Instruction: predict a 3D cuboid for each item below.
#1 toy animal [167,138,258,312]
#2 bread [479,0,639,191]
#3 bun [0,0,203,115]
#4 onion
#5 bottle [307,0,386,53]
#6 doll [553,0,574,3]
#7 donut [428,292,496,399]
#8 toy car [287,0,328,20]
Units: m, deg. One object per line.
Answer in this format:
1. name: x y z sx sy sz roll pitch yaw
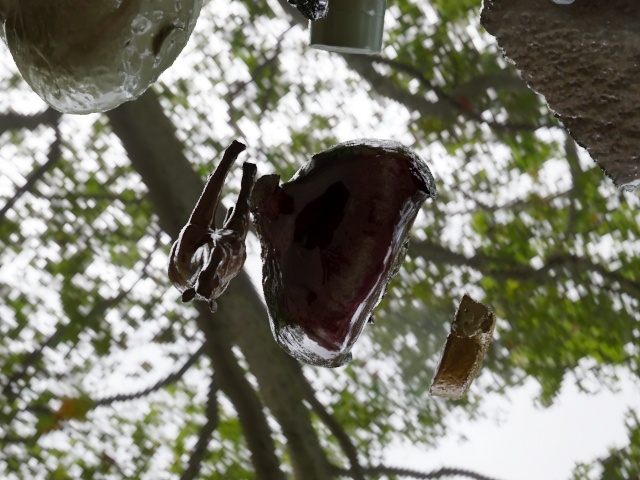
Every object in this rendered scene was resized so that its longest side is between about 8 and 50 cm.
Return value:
1. toy animal: -0.096 0.005 1.336 0.066 0.224 0.229 23 -127 -7
2. bread: 0.336 -0.207 1.677 0.183 0.337 0.102 -31 -151 27
3. bun: -0.245 -0.244 1.523 0.244 0.153 0.243 -19 -127 28
4. onion: 0.000 0.000 1.632 0.195 0.272 0.272 26 -110 -8
5. bottle: 0.030 -0.274 1.351 0.072 0.072 0.201 6 -86 30
6. doll: 0.222 -0.293 1.282 0.094 0.180 0.079 15 -158 -4
7. donut: 0.136 0.108 1.421 0.043 0.097 0.108 21 -134 8
8. toy car: -0.018 -0.192 0.998 0.025 0.093 0.041 -29 -174 -19
